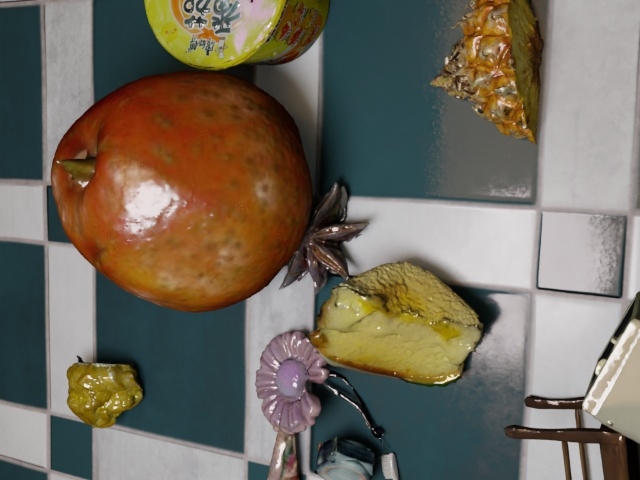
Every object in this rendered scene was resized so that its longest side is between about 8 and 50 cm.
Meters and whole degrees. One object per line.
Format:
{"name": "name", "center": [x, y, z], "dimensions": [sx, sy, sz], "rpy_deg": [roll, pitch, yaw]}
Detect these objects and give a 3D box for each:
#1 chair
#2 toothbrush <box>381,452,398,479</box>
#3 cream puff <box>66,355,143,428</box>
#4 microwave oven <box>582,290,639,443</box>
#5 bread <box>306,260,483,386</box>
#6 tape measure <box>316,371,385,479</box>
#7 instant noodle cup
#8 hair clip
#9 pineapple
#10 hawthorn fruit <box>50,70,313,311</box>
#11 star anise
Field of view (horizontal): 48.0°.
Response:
{"name": "chair", "center": [0.434, 0.317, 0.982], "dimensions": [0.319, 0.160, 0.186], "rpy_deg": [-5, 94, 28]}
{"name": "toothbrush", "center": [0.134, 0.493, 1.194], "dimensions": [0.025, 0.019, 0.275], "rpy_deg": [-15, 79, 33]}
{"name": "cream puff", "center": [-0.428, 0.299, 1.409], "dimensions": [0.156, 0.121, 0.156], "rpy_deg": [3, 99, 20]}
{"name": "microwave oven", "center": [0.453, 0.177, 0.912], "dimensions": [0.194, 0.241, 0.145], "rpy_deg": [31, 106, 20]}
{"name": "bread", "center": [0.114, 0.116, 1.127], "dimensions": [0.252, 0.132, 0.174], "rpy_deg": [12, 132, -4]}
{"name": "tape measure", "center": [0.042, 0.326, 1.238], "dimensions": [0.107, 0.104, 0.179], "rpy_deg": [128, 146, -46]}
{"name": "instant noodle cup", "center": [-0.118, -0.392, 1.153], "dimensions": [0.265, 0.200, 0.264], "rpy_deg": [3, 96, 26]}
{"name": "hair clip", "center": [-0.057, 0.305, 1.248], "dimensions": [0.173, 0.069, 0.300], "rpy_deg": [16, 106, 46]}
{"name": "pineapple", "center": [0.226, -0.265, 1.041], "dimensions": [0.164, 0.140, 0.249], "rpy_deg": [5, 100, 26]}
{"name": "hawthorn fruit", "center": [-0.225, -0.082, 1.114], "dimensions": [0.403, 0.403, 0.402], "rpy_deg": [3, 96, 25]}
{"name": "star anise", "center": [0.000, 0.000, 1.208], "dimensions": [0.181, 0.061, 0.204], "rpy_deg": [17, 97, 36]}
